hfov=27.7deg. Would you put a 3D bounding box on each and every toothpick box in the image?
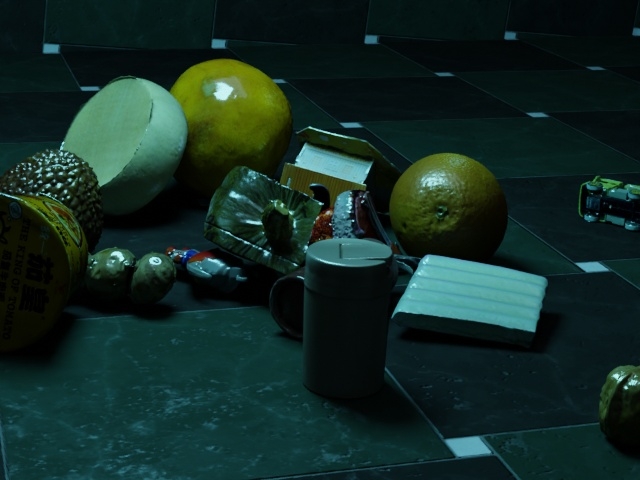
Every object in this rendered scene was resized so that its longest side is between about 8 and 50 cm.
[{"bbox_3d":[0.032,0.096,1.636,0.111,0.181,0.111,3,18,-1],"label":"toothpick box"}]

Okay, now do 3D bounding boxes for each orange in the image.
[{"bbox_3d":[0.202,-0.043,2.054,0.206,0.206,0.206,2,19,-1],"label":"orange"},{"bbox_3d":[-0.176,-0.202,2.379,0.261,0.261,0.261,2,19,-1],"label":"orange"}]

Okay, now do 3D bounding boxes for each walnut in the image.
[{"bbox_3d":[0.367,0.192,1.530,0.082,0.096,0.079,2,16,-33],"label":"walnut"}]

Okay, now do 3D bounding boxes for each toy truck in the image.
[{"bbox_3d":[0.564,-0.068,2.357,0.169,0.077,0.100,14,25,35],"label":"toy truck"}]

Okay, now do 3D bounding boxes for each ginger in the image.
[{"bbox_3d":[-0.304,0.048,1.879,0.204,0.104,0.080,8,64,13],"label":"ginger"}]

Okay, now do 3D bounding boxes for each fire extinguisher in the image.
[{"bbox_3d":[0.044,0.060,1.876,0.104,0.105,0.269,14,22,31],"label":"fire extinguisher"}]

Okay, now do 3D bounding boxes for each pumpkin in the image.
[{"bbox_3d":[-0.097,-0.032,1.939,0.126,0.131,0.248,36,-11,-20],"label":"pumpkin"}]

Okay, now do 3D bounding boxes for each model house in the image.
[{"bbox_3d":[0.036,-0.070,2.259,0.219,0.207,0.136,18,59,15],"label":"model house"}]

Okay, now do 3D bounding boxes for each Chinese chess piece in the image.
[{"bbox_3d":[-0.346,-0.165,2.268,0.103,0.250,0.249,34,-6,-41],"label":"Chinese chess piece"}]

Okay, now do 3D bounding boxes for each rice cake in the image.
[{"bbox_3d":[0.220,0.084,1.861,0.198,0.037,0.189,13,32,13],"label":"rice cake"}]

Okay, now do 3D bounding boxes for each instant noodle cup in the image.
[{"bbox_3d":[-0.418,0.030,1.762,0.215,0.216,0.172,5,10,6],"label":"instant noodle cup"}]

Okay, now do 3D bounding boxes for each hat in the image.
[{"bbox_3d":[0.001,0.000,2.064,0.227,0.140,0.129,-13,52,21],"label":"hat"}]

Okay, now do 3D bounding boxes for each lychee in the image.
[{"bbox_3d":[-0.425,-0.047,2.016,0.194,0.194,0.194,2,19,-1],"label":"lychee"}]

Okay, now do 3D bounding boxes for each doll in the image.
[{"bbox_3d":[-0.169,0.040,1.969,0.104,0.062,0.194,28,-8,-38],"label":"doll"}]
